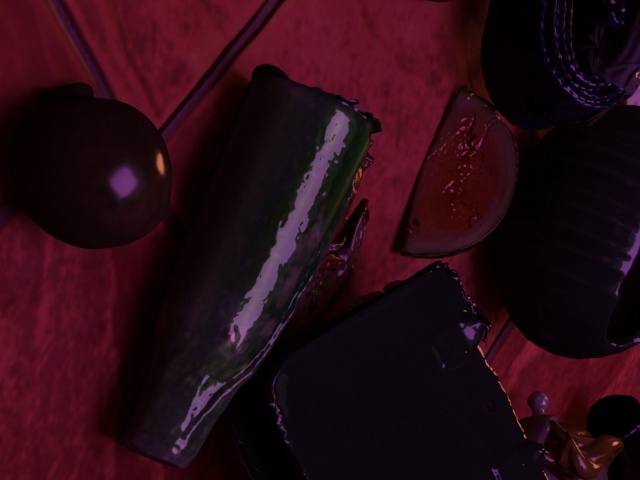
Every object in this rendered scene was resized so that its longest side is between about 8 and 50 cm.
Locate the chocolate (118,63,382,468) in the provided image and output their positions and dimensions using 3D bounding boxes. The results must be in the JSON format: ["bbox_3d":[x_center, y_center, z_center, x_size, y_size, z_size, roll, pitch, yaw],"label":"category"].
[{"bbox_3d":[-0.060,0.025,1.335,0.110,0.110,0.291,39,72,-52],"label":"chocolate"}]

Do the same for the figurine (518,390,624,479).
[{"bbox_3d":[0.176,0.286,1.731,0.274,0.133,0.194,-63,155,5],"label":"figurine"}]

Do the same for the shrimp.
[{"bbox_3d":[-0.004,-0.002,1.455,0.187,0.052,0.132,-62,160,-11],"label":"shrimp"}]

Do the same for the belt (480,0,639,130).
[{"bbox_3d":[0.223,-0.205,1.619,0.140,0.126,0.230,33,66,-23],"label":"belt"}]

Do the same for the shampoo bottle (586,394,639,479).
[{"bbox_3d":[0.339,0.270,1.957,0.104,0.104,0.278,-53,139,-30],"label":"shampoo bottle"}]

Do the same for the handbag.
[{"bbox_3d":[0.066,0.167,1.423,0.260,0.079,0.247,-27,91,-45],"label":"handbag"}]

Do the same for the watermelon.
[{"bbox_3d":[0.136,-0.044,1.605,0.087,0.069,0.163,38,68,-53],"label":"watermelon"}]

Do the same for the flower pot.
[{"bbox_3d":[0.256,-0.009,1.707,0.189,0.157,0.243,42,66,-53],"label":"flower pot"}]

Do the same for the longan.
[{"bbox_3d":[-0.150,-0.052,1.191,0.106,0.106,0.119,14,50,-55],"label":"longan"}]

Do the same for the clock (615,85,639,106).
[{"bbox_3d":[0.415,-0.171,1.859,0.277,0.071,0.293,-18,110,-23],"label":"clock"}]
